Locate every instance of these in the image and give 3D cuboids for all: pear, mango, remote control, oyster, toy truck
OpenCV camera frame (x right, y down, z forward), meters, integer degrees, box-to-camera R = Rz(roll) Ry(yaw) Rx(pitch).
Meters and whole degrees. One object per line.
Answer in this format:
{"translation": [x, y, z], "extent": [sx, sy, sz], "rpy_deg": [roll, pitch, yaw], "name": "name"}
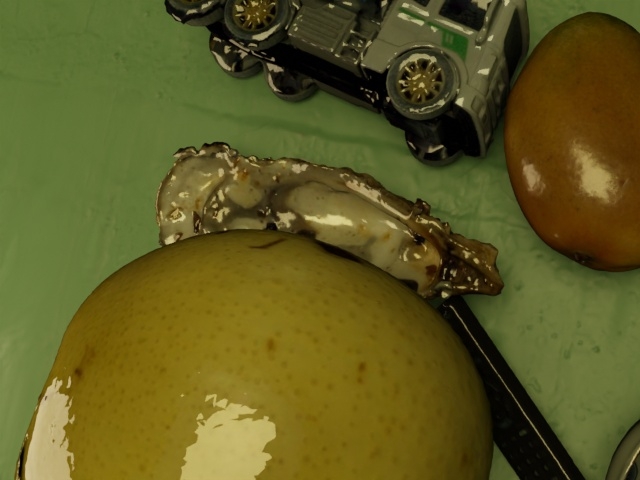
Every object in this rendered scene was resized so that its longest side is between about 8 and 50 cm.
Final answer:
{"translation": [-0.052, 0.156, 0.745], "extent": [0.348, 0.348, 0.349], "rpy_deg": [-2, 81, 14], "name": "pear"}
{"translation": [0.223, -0.082, 0.820], "extent": [0.151, 0.120, 0.221], "rpy_deg": [-12, 73, -9], "name": "mango"}
{"translation": [0.164, 0.156, 0.837], "extent": [0.025, 0.063, 0.245], "rpy_deg": [-22, 72, -34], "name": "remote control"}
{"translation": [0.000, -0.003, 0.894], "extent": [0.344, 0.078, 0.129], "rpy_deg": [12, 87, 23], "name": "oyster"}
{"translation": [0.006, -0.209, 0.888], "extent": [0.367, 0.146, 0.175], "rpy_deg": [28, 85, 17], "name": "toy truck"}

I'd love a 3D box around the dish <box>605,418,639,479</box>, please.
{"translation": [0.266, 0.180, 0.795], "extent": [0.141, 0.078, 0.141], "rpy_deg": [-6, 106, -22], "name": "dish"}
